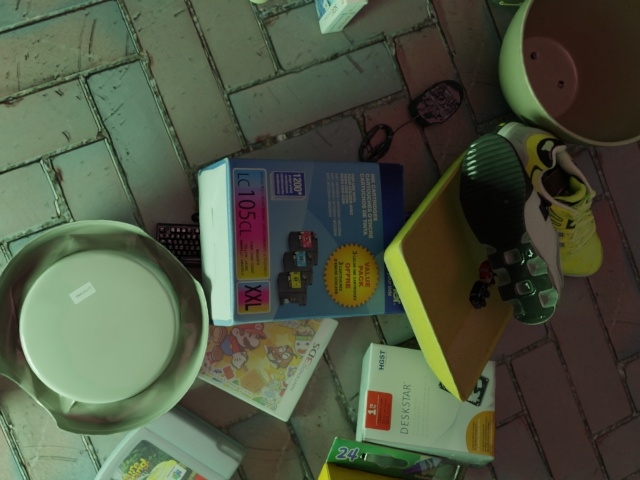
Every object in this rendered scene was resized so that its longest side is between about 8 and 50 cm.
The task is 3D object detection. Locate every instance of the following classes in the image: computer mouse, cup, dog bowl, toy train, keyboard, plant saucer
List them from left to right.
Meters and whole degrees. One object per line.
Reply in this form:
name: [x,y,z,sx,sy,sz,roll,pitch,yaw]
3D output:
dog bowl: [-0.360,0.138,1.352,0.349,0.102,0.348,0,90,-10]
keyboard: [-0.197,-0.005,1.442,0.180,0.023,0.108,2,78,-10]
computer mouse: [0.170,-0.223,1.553,0.242,0.041,0.071,-34,89,-6]
plant saucer: [0.230,0.055,1.446,0.333,0.081,0.332,-49,123,-43]
toy train: [0.294,0.056,1.445,0.036,0.027,0.158,51,48,-23]
cup: [0.463,-0.324,1.525,0.331,0.237,0.330,0,89,-16]

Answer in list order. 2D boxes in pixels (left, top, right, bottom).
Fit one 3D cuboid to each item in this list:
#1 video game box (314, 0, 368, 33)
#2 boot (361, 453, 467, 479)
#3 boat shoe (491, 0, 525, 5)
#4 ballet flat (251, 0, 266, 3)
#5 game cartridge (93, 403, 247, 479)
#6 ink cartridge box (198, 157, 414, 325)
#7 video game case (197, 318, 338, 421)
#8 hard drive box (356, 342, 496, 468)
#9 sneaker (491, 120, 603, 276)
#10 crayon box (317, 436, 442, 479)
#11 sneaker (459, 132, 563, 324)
video game box: [0.020,-0.487,1.438,0.048,0.187,0.205,-13,91,-15]
boot: [0.181,0.359,1.527,0.209,0.076,0.189,15,82,-7]
boat shoe: [0.441,-0.498,1.613,0.228,0.068,0.081,-2,54,-17]
ballet flat: [-0.095,-0.554,1.464,0.086,0.086,0.248,9,87,-14]
game cartridge: [-0.286,0.432,1.406,0.196,0.060,0.294,35,80,-7]
ink cartridge box: [0.000,0.000,1.417,0.396,0.151,0.269,-2,89,-29]
video game case: [-0.110,0.184,1.471,0.227,0.026,0.206,30,81,-12]
hard drive box: [0.188,0.296,1.464,0.232,0.089,0.181,8,62,-4]
sneaker: [0.438,-0.052,1.519,0.145,0.147,0.384,-49,123,-9]
crayon box: [0.070,0.507,1.412,0.203,0.083,0.322,15,111,-14]
sneaker: [0.341,-0.031,1.427,0.146,0.123,0.330,-26,101,-54]
